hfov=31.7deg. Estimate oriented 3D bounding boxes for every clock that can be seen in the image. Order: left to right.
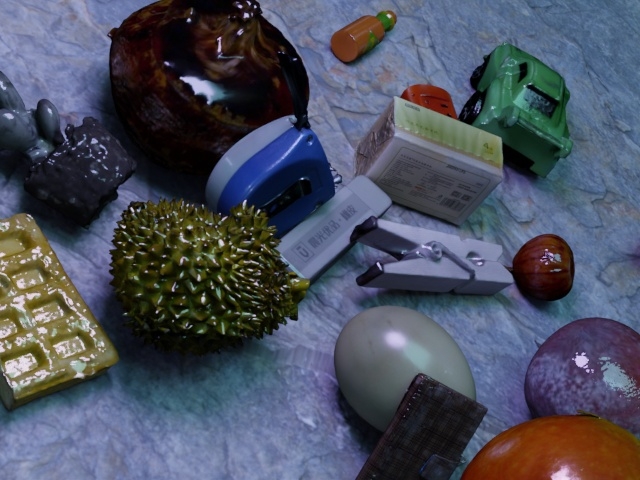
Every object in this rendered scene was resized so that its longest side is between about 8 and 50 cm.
[{"bbox_3d":[0.228,-0.237,2.229,0.113,0.061,0.155,8,50,-26],"label":"clock"}]

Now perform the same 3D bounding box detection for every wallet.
[{"bbox_3d":[0.137,0.314,1.637,0.124,0.230,0.042,27,7,-14],"label":"wallet"}]

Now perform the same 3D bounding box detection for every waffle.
[{"bbox_3d":[-0.416,0.095,1.566,0.168,0.057,0.274,-21,69,-41],"label":"waffle"}]

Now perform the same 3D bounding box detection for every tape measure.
[{"bbox_3d":[-0.082,-0.123,1.729,0.215,0.351,0.098,-37,63,-9],"label":"tape measure"}]

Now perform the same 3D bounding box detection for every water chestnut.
[{"bbox_3d":[-0.175,-0.272,1.833,0.351,0.302,0.350,20,47,-23],"label":"water chestnut"}]

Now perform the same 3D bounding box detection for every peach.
[{"bbox_3d":[0.334,0.427,1.584,0.370,0.370,0.370,17,49,-20],"label":"peach"}]

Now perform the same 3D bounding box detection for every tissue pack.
[{"bbox_3d":[0.198,-0.142,2.062,0.234,0.159,0.125,19,48,-18],"label":"tissue pack"}]

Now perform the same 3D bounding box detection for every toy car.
[{"bbox_3d":[0.416,-0.272,2.290,0.213,0.176,0.358,30,45,-10],"label":"toy car"}]

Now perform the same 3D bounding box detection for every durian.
[{"bbox_3d":[-0.171,0.053,1.630,0.293,0.258,0.258,10,49,-48],"label":"durian"}]

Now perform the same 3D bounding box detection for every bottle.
[{"bbox_3d":[0.096,-0.423,2.286,0.069,0.069,0.187,44,46,6],"label":"bottle"}]

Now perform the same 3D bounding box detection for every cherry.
[{"bbox_3d":[0.457,0.237,1.881,0.236,0.212,0.285,-33,47,-19],"label":"cherry"}]

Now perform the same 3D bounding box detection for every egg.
[{"bbox_3d":[0.131,0.207,1.725,0.242,0.186,0.186,43,45,7],"label":"egg"}]

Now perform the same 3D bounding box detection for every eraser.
[{"bbox_3d":[0.000,0.000,1.897,0.089,0.061,0.352,43,44,5],"label":"eraser"}]

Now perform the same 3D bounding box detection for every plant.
[{"bbox_3d":[-0.416,-0.146,1.693,0.275,0.146,0.149,33,1,-3],"label":"plant"}]

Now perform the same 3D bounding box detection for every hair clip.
[{"bbox_3d":[0.198,0.036,1.948,0.331,0.085,0.101,8,57,-37],"label":"hair clip"}]

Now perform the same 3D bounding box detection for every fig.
[{"bbox_3d":[0.403,0.056,2.071,0.150,0.128,0.128,-24,68,-11],"label":"fig"}]

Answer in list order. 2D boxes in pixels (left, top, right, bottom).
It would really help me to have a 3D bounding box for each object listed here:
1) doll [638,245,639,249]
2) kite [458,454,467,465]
[{"bbox_3d":[0.763,0.047,2.268,0.257,0.161,0.215,41,30,5],"label":"doll"},{"bbox_3d":[0.167,0.323,1.783,0.157,0.011,0.139,22,44,-17],"label":"kite"}]
